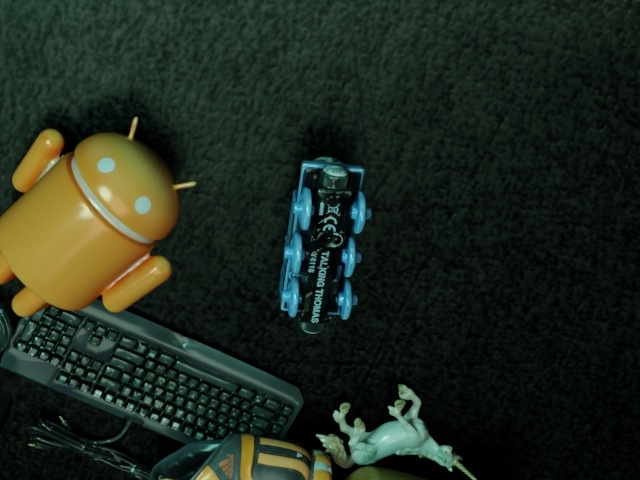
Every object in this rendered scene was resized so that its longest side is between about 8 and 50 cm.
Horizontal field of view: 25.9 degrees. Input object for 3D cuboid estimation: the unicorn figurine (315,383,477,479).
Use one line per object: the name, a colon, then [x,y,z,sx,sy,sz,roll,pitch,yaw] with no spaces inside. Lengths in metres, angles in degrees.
unicorn figurine: [0.085,0.217,1.543,0.162,0.060,0.111,-9,127,16]

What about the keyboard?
keyboard: [-0.197,0.183,1.516,0.317,0.033,0.201,25,112,-14]

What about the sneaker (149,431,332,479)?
sneaker: [-0.127,0.334,1.539,0.180,0.124,0.321,19,111,-15]

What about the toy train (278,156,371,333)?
toy train: [0.000,0.000,1.399,0.080,0.105,0.184,3,116,-9]

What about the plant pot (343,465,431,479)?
plant pot: [0.093,0.374,1.492,0.203,0.291,0.291,31,110,-12]

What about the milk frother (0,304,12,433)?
milk frother: [-0.383,0.138,1.419,0.129,0.135,0.143,-2,108,3]

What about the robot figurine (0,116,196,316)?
robot figurine: [-0.229,-0.020,1.362,0.219,0.158,0.128,-40,141,15]
